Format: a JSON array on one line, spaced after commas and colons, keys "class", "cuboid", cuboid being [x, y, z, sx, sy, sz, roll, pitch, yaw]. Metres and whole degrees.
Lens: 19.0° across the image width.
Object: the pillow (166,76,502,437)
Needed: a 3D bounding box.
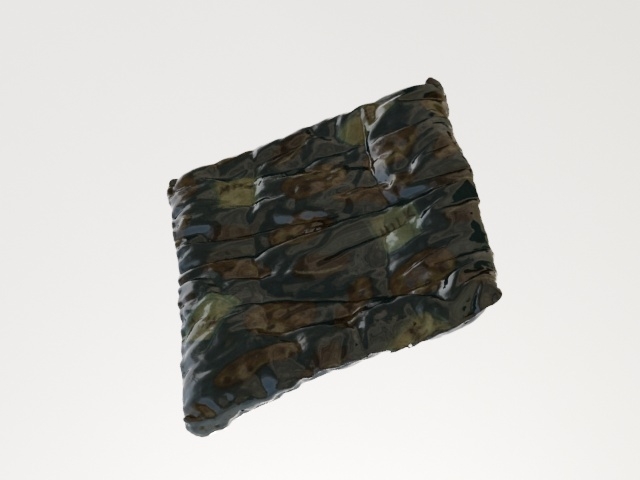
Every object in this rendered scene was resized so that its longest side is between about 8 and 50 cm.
[{"class": "pillow", "cuboid": [0.001, -0.002, 1.096, 0.255, 0.189, 0.034, -99, -17, -57]}]
